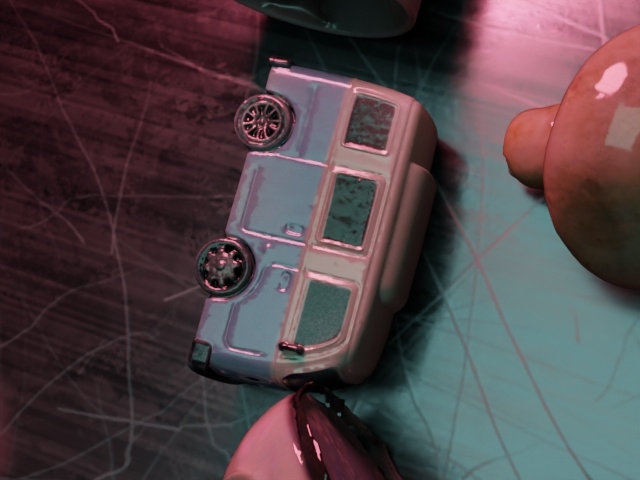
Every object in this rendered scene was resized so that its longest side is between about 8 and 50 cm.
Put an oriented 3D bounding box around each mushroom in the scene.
[{"bbox_3d":[0.257,-0.063,1.035,0.206,0.209,0.206,0,88,-9],"label":"mushroom"}]

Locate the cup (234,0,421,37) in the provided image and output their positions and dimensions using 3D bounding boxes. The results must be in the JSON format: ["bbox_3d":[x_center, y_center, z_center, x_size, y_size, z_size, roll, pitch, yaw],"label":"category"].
[{"bbox_3d":[0.024,-0.361,1.135,0.212,0.212,0.317,15,84,20],"label":"cup"}]

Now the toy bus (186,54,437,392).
[{"bbox_3d":[0.000,0.000,1.115,0.165,0.133,0.271,13,81,16],"label":"toy bus"}]

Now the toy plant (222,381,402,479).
[{"bbox_3d":[-0.084,0.288,1.031,0.332,0.247,0.247,-31,71,8],"label":"toy plant"}]
